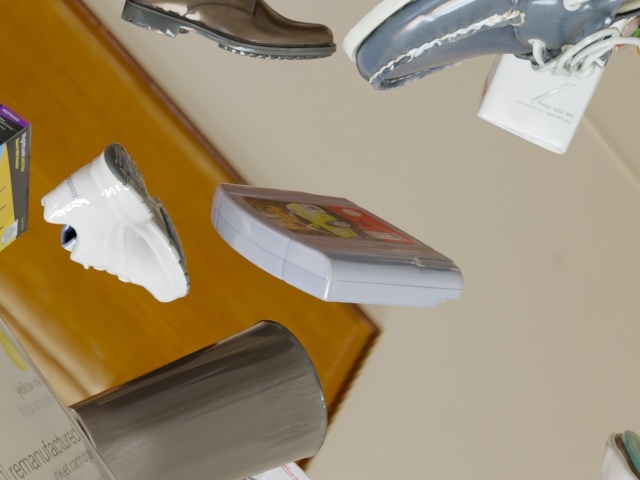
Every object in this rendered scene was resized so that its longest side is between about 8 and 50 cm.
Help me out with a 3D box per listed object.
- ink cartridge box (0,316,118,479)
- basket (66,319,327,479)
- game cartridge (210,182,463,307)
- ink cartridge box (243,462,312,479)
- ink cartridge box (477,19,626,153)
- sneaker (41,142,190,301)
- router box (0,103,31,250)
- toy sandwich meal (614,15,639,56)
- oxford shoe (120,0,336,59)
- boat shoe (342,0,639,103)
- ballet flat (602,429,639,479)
[{"bbox_3d":[-0.290,0.061,0.641,0.160,0.384,0.279,-36,178,8],"label":"ink cartridge box"},{"bbox_3d":[-0.134,0.191,1.318,0.227,0.154,0.204,-19,172,-26],"label":"basket"},{"bbox_3d":[0.000,0.000,1.416,0.294,0.196,0.060,33,-63,56],"label":"game cartridge"},{"bbox_3d":[-0.094,0.367,1.840,0.150,0.109,0.063,-48,-134,-11],"label":"ink cartridge box"},{"bbox_3d":[0.216,-0.196,1.120,0.153,0.087,0.208,-60,172,-74],"label":"ink cartridge box"},{"bbox_3d":[-0.256,-0.008,1.630,0.129,0.297,0.111,-25,-127,1],"label":"sneaker"},{"bbox_3d":[-0.360,-0.039,1.314,0.133,0.046,0.179,-45,164,-35],"label":"router box"},{"bbox_3d":[0.320,-0.206,1.234,0.086,0.029,0.085,-29,163,-10],"label":"toy sandwich meal"},{"bbox_3d":[-0.087,-0.245,1.333,0.083,0.227,0.096,-98,-156,-75],"label":"oxford shoe"},{"bbox_3d":[0.138,-0.125,0.654,0.255,0.079,0.095,-22,179,5],"label":"boat shoe"},{"bbox_3d":[0.392,0.343,1.419,0.139,0.139,0.400,-41,-158,2],"label":"ballet flat"}]
